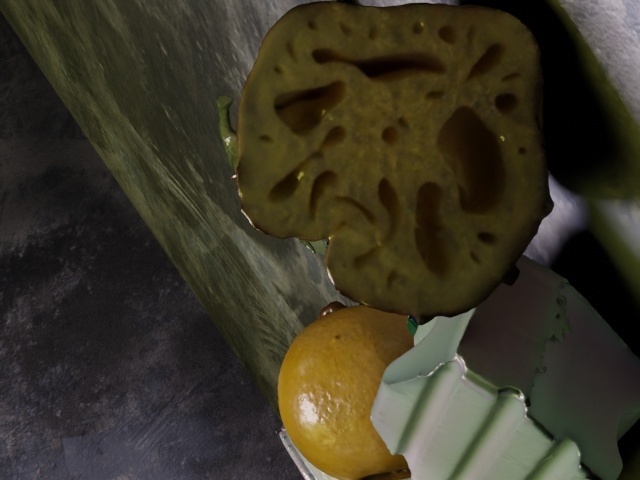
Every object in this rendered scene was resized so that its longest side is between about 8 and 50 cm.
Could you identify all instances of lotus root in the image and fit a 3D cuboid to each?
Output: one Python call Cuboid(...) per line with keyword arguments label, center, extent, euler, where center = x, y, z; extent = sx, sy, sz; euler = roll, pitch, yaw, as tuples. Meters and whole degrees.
Cuboid(label="lotus root", center=(0.066, -0.066, 1.400), extent=(0.316, 0.316, 0.250), euler=(58, -177, 4))

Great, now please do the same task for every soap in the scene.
Cuboid(label="soap", center=(0.203, 0.179, 1.604), extent=(0.261, 0.156, 0.446), euler=(31, 160, 10))

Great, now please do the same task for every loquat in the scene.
Cuboid(label="loquat", center=(0.070, 0.208, 2.082), extent=(0.275, 0.275, 0.275), euler=(54, 166, 21))

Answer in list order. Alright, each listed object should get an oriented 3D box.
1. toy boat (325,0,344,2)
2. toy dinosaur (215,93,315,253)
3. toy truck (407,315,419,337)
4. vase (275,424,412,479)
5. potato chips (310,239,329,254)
Cuboid(label="toy boat", center=(0.065, -0.182, 1.720), extent=(0.229, 0.046, 0.080), euler=(57, 165, 10))
Cuboid(label="toy dinosaur", center=(-0.103, -0.098, 2.374), extent=(0.301, 0.087, 0.447), euler=(93, 158, -58))
Cuboid(label="toy truck", center=(0.172, 0.127, 1.892), extent=(0.065, 0.079, 0.147), euler=(17, -157, -41))
Cuboid(label="vase", center=(0.145, 0.409, 2.331), extent=(0.445, 0.250, 0.250), euler=(50, 164, 18))
Cuboid(label="potato chips", center=(0.007, -0.004, 2.273), extent=(0.167, 0.059, 0.228), euler=(57, 167, 36))
